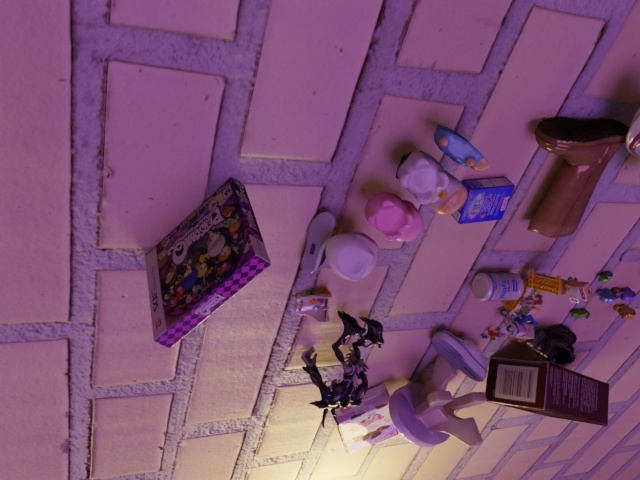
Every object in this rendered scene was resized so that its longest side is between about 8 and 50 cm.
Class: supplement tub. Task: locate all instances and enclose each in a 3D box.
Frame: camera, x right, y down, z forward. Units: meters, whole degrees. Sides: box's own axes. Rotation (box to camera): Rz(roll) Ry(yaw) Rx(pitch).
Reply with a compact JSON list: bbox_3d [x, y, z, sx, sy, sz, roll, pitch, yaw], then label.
[{"bbox_3d":[0.432,0.113,1.401,0.107,0.071,0.071,0,130,-23],"label":"supplement tub"}]

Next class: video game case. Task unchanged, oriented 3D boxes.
[{"bbox_3d":[-0.200,0.033,0.967,0.232,0.210,0.042,-39,133,15],"label":"video game case"}]

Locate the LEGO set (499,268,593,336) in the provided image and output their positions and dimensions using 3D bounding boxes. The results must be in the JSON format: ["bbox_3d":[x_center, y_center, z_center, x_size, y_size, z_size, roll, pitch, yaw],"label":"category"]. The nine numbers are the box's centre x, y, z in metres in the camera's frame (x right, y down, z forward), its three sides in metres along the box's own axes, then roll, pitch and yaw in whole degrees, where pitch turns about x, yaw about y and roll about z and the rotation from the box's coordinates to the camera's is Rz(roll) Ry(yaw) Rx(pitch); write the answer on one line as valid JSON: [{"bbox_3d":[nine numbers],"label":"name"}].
[{"bbox_3d":[0.569,0.133,1.434,0.107,0.132,0.287,-3,153,-28],"label":"LEGO set"}]

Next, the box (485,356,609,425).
[{"bbox_3d":[0.684,0.452,1.711,0.381,0.143,0.191,25,160,-37],"label":"box"}]

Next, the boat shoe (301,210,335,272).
[{"bbox_3d":[0.000,0.000,1.142,0.040,0.049,0.142,-25,144,-52],"label":"boat shoe"}]

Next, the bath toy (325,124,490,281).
[{"bbox_3d":[0.154,-0.061,1.093,0.151,0.129,0.348,41,107,-16],"label":"bath toy"}]

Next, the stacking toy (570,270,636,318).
[{"bbox_3d":[0.842,0.159,1.628,0.221,0.052,0.166,-2,130,-20],"label":"stacking toy"}]

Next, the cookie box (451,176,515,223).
[{"bbox_3d":[0.340,-0.084,1.204,0.107,0.040,0.091,-6,132,-17],"label":"cookie box"}]

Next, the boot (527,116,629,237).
[{"bbox_3d":[0.507,-0.120,1.210,0.236,0.089,0.269,-3,132,-20],"label":"boot"}]

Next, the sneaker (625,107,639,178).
[{"bbox_3d":[0.685,-0.222,1.158,0.114,0.152,0.305,2,158,30],"label":"sneaker"}]

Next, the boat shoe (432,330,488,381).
[{"bbox_3d":[0.378,0.294,1.547,0.083,0.075,0.226,-4,139,46],"label":"boat shoe"}]

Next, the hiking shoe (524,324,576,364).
[{"bbox_3d":[0.680,0.311,1.641,0.227,0.114,0.086,2,130,-40],"label":"hiking shoe"}]

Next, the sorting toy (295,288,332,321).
[{"bbox_3d":[-0.017,0.140,1.263,0.075,0.044,0.083,-4,132,-10],"label":"sorting toy"}]

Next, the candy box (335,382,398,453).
[{"bbox_3d":[0.128,0.511,1.637,0.165,0.070,0.196,-20,135,-5],"label":"candy box"}]

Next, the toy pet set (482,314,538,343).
[{"bbox_3d":[0.528,0.240,1.582,0.122,0.065,0.114,14,158,-29],"label":"toy pet set"}]

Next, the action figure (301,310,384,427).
[{"bbox_3d":[0.050,0.304,1.373,0.164,0.141,0.275,11,110,-33],"label":"action figure"}]

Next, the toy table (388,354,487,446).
[{"bbox_3d":[0.329,0.452,1.570,0.161,0.252,0.274,-36,157,32],"label":"toy table"}]
